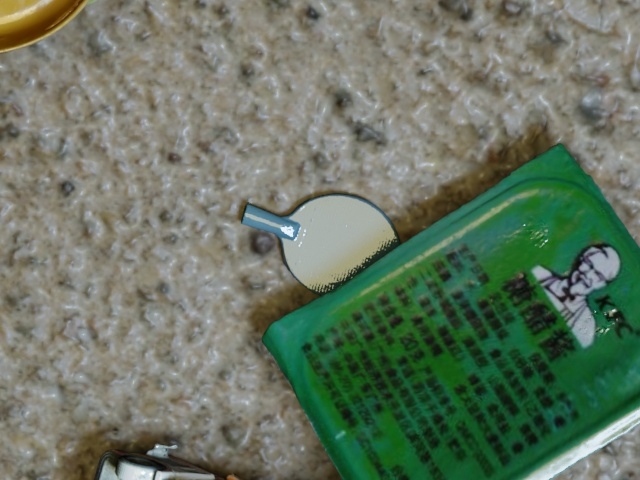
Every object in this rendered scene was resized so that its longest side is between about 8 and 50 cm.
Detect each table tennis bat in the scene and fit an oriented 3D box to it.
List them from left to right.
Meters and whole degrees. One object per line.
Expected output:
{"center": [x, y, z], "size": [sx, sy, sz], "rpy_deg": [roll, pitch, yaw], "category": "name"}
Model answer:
{"center": [0.000, 0.000, 1.799], "size": [0.155, 0.019, 0.100], "rpy_deg": [18, 94, -3], "category": "table tennis bat"}

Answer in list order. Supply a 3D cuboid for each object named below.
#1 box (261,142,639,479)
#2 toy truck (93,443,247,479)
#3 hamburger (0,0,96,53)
{"center": [0.155, 0.112, 1.740], "size": [0.337, 0.106, 0.264], "rpy_deg": [-32, 67, 1], "category": "box"}
{"center": [-0.083, 0.267, 1.710], "size": [0.270, 0.135, 0.114], "rpy_deg": [18, 94, 40], "category": "toy truck"}
{"center": [-0.306, -0.305, 1.675], "size": [0.275, 0.212, 0.274], "rpy_deg": [-3, 117, -6], "category": "hamburger"}
